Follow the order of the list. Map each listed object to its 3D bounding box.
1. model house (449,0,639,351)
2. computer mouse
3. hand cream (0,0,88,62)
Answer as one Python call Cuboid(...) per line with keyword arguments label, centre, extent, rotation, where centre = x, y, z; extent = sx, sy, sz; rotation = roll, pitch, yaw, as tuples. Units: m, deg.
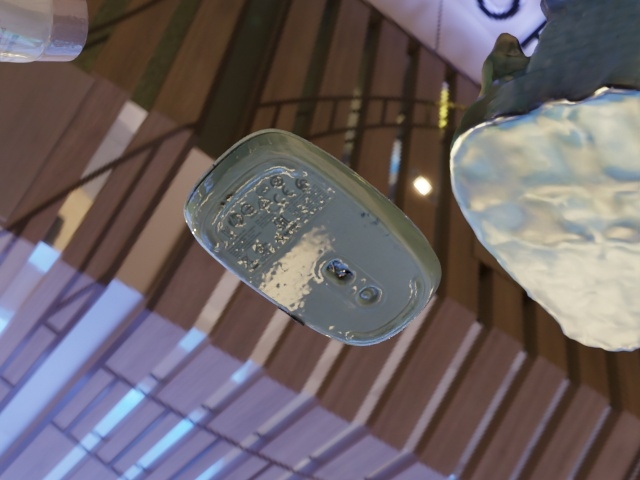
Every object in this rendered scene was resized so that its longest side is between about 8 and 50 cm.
Cuboid(label="model house", centre=(0.283, -0.124, 0.763), extent=(0.295, 0.251, 0.329), rotation=(41, -117, -27))
Cuboid(label="computer mouse", centre=(0.000, -0.003, 0.999), extent=(0.288, 0.159, 0.097), rotation=(38, -157, -23))
Cuboid(label="hand cream", centre=(-0.334, -0.207, 0.877), extent=(0.248, 0.133, 0.083), rotation=(-10, -111, -43))
